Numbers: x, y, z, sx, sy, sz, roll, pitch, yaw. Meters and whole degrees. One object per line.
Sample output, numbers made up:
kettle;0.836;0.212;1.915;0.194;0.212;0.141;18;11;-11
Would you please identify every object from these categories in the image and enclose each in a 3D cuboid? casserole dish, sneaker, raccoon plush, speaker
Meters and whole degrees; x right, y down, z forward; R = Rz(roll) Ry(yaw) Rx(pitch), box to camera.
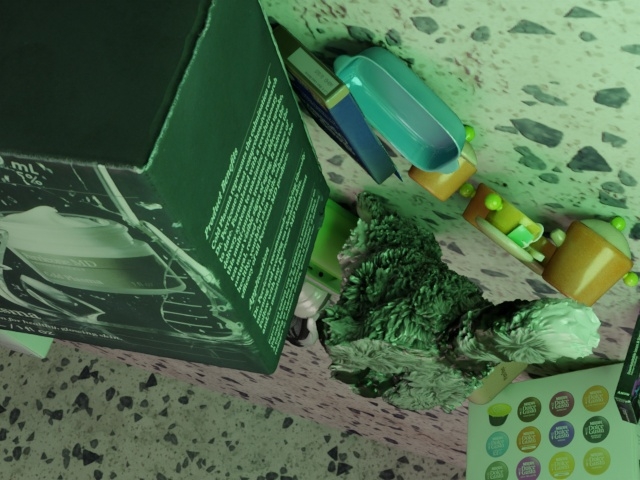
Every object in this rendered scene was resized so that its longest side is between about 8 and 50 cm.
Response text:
casserole dish;0.096;-0.154;1.203;0.188;0.037;0.114;44;159;-7
sneaker;-0.075;0.154;2.167;0.153;0.101;0.268;20;164;-5
raccoon plush;0.195;0.060;1.441;0.446;0.299;0.216;-6;141;32
sneaker;-0.100;0.081;2.040;0.297;0.111;0.129;-13;129;49
speaker;0.000;0.000;1.640;0.296;0.131;0.131;33;158;-30

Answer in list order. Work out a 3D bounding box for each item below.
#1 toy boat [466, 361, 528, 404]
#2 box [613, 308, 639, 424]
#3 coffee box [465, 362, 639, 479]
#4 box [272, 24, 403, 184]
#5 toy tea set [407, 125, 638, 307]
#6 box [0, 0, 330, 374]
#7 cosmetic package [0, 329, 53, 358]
toy boat;0.283;0.197;1.907;0.151;0.151;0.231;46;174;30
box;0.483;0.185;1.579;0.029;0.162;0.116;11;158;28
coffee box;0.498;0.463;1.951;0.338;0.334;0.338;-17;142;35
box;0.020;-0.150;1.259;0.136;0.036;0.225;48;179;35
toy tea set;0.267;-0.042;1.333;0.336;0.124;0.200;33;-173;-39
box;-0.286;-0.096;1.185;0.480;0.297;0.471;7;151;17
cosmetic package;-0.458;-0.044;1.617;0.097;0.377;0.284;12;158;23
